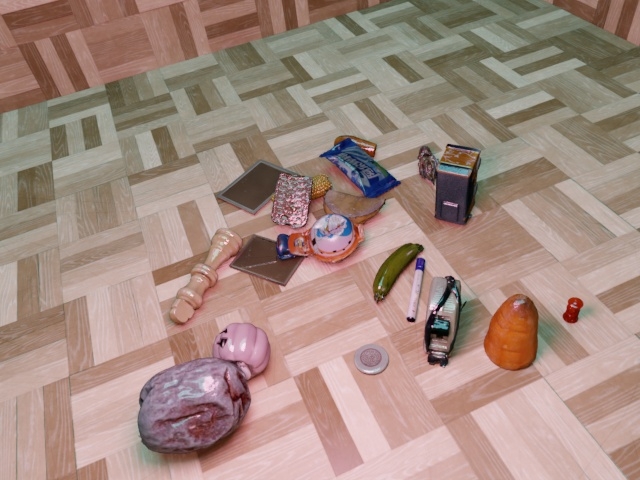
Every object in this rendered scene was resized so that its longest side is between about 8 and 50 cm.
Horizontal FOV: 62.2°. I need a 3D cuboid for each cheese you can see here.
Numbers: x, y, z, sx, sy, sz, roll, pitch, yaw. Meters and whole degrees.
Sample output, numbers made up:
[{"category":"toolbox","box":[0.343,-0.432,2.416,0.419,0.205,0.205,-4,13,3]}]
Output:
[{"category":"cheese","box":[0.000,0.000,1.951,0.329,0.129,0.217,-9,52,8]}]

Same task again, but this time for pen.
[{"category":"pen","box":[0.326,0.164,1.812,0.033,0.033,0.269,7,48,15]}]

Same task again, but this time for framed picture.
[{"category":"framed picture","box":[-0.194,0.070,1.997,0.250,0.016,0.184,16,50,23]},{"category":"framed picture","box":[-0.273,-0.235,2.306,0.232,0.019,0.296,26,55,30]}]

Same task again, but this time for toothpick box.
[{"category":"toothpick box","box":[0.786,0.216,1.653,0.047,0.083,0.047,-5,46,6]}]

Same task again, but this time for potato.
[{"category":"potato","box":[0.125,-0.109,2.067,0.243,0.098,0.138,11,52,10]}]

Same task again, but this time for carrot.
[{"category":"carrot","box":[0.578,0.252,1.560,0.159,0.225,0.159,-2,43,2]},{"category":"carrot","box":[0.157,-0.425,2.379,0.193,0.087,0.087,11,49,22]}]

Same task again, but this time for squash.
[{"category":"squash","box":[0.258,0.096,1.865,0.318,0.080,0.071,-45,17,-32]}]

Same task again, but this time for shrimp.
[{"category":"shrimp","box":[0.457,-0.307,2.225,0.090,0.079,0.233,-10,50,6]}]

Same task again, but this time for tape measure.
[{"category":"tape measure","box":[0.381,0.231,1.622,0.115,0.207,0.235,9,46,14]}]

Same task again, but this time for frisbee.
[{"category":"frisbee","box":[0.158,0.368,1.651,0.110,0.014,0.110,-5,45,5]}]

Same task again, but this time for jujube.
[{"category":"jujube","box":[-0.350,0.454,1.488,0.308,0.247,0.215,-9,14,-11]}]

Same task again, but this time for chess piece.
[{"category":"chess piece","box":[-0.417,0.130,1.910,0.117,0.117,0.397,11,50,19]}]

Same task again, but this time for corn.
[{"category":"corn","box":[-0.077,-0.199,2.191,0.260,0.091,0.091,-20,29,-4]}]

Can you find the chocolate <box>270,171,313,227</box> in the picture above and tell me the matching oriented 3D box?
[{"category":"chocolate","box":[-0.109,-0.154,2.094,0.148,0.093,0.214,10,85,4]}]

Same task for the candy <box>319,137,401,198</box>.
[{"category":"candy","box":[0.164,-0.304,2.250,0.187,0.077,0.331,-32,66,-24]}]

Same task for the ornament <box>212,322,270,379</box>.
[{"category":"ornament","box":[-0.243,0.344,1.627,0.177,0.177,0.177,-4,45,5]}]

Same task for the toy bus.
[{"category":"toy bus","box":[0.506,-0.200,1.974,0.138,0.275,0.167,15,53,22]}]
